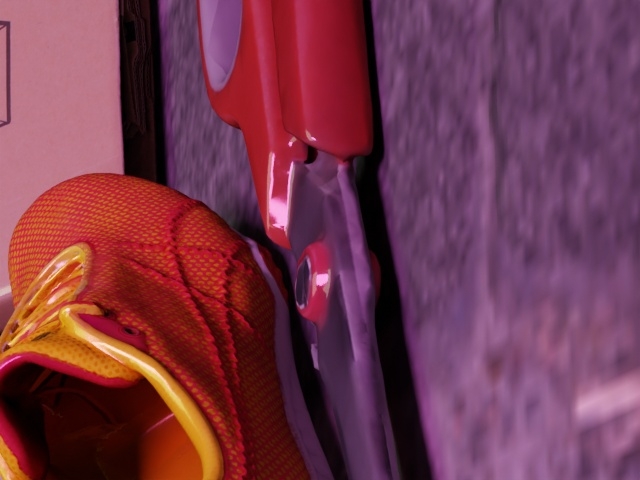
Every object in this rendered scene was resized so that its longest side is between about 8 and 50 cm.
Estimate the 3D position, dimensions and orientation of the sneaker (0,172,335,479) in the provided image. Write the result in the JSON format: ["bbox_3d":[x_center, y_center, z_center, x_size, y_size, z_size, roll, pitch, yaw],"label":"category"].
[{"bbox_3d":[-0.041,0.025,0.414,0.064,0.067,0.175,-48,32,8],"label":"sneaker"}]

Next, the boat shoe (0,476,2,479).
[{"bbox_3d":[-0.084,0.091,0.564,0.285,0.089,0.104,-171,69,-77],"label":"boat shoe"}]

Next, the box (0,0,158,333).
[{"bbox_3d":[-0.141,-0.031,0.641,0.201,0.021,0.164,-20,56,24],"label":"box"}]

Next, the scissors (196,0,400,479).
[{"bbox_3d":[0.000,0.000,0.396,0.109,0.021,0.297,124,145,-55],"label":"scissors"}]
